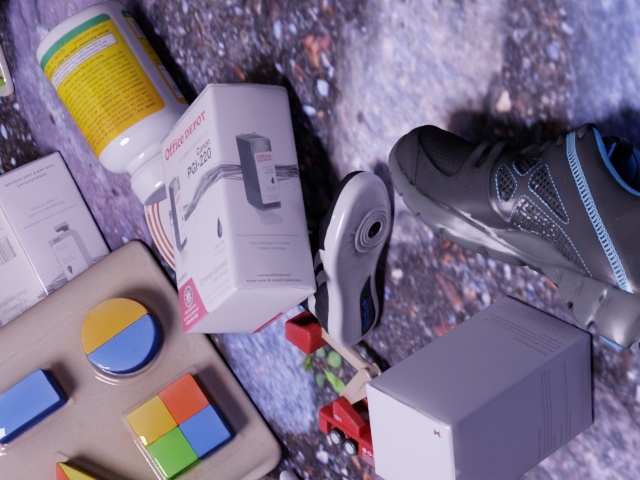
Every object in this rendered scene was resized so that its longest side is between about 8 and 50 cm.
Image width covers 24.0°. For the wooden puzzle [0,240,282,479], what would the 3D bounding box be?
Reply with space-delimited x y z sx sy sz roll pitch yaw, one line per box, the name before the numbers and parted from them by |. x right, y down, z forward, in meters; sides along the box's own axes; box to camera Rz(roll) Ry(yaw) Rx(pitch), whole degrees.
wooden puzzle | -0.268 0.213 1.828 0.348 0.322 0.080 55 176 14

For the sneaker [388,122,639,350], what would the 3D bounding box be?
sneaker | 0.194 -0.035 1.209 0.341 0.125 0.140 33 111 42

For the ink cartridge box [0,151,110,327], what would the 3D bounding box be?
ink cartridge box | -0.368 0.050 2.023 0.207 0.117 0.283 -24 94 57

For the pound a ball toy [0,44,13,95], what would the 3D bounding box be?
pound a ball toy | -0.561 -0.224 2.001 0.319 0.208 0.136 10 122 52

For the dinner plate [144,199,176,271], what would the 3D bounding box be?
dinner plate | -0.161 -0.014 1.779 0.141 0.017 0.141 35 140 35

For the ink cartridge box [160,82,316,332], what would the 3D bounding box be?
ink cartridge box | -0.086 -0.030 1.516 0.158 0.092 0.218 142 126 -58

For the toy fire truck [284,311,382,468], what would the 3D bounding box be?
toy fire truck | 0.043 0.165 1.603 0.192 0.047 0.135 31 135 38

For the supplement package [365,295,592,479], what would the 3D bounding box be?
supplement package | 0.142 0.144 1.324 0.105 0.179 0.105 26 133 42

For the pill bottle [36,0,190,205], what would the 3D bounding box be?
pill bottle | -0.212 -0.148 1.655 0.208 0.117 0.117 57 148 6

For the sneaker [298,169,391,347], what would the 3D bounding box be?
sneaker | 0.000 0.000 1.507 0.121 0.079 0.217 38 141 32

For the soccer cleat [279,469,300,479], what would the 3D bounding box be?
soccer cleat | -0.019 0.312 1.821 0.035 0.029 0.083 -28 93 49
